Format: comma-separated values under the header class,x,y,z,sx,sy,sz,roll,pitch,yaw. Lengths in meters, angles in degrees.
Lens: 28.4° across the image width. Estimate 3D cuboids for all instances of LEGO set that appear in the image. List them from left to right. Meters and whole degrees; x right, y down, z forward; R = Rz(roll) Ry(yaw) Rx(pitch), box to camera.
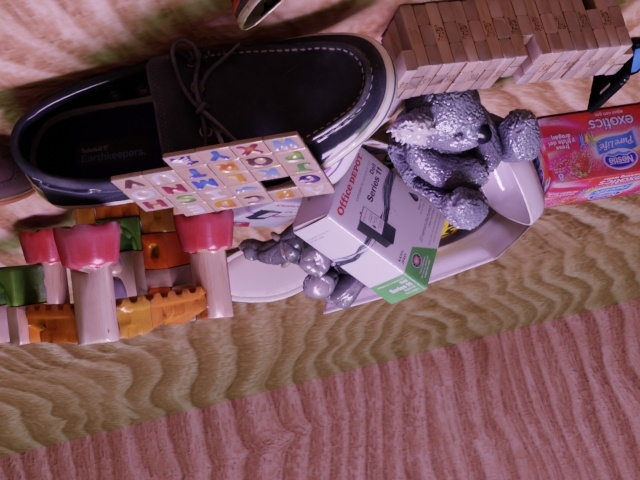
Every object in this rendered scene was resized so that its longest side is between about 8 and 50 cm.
class,x,y,z,sx,sy,sz,roll,pitch,yaw
LEGO set,0.081,-0.141,2.023,0.182,0.060,0.244,-11,167,37

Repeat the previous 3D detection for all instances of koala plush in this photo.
class,x,y,z,sx,sy,sz,roll,pitch,yaw
koala plush,0.175,-0.163,1.767,0.196,0.203,0.221,-51,155,-9

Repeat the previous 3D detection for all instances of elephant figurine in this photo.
class,x,y,z,sx,sy,sz,roll,pitch,yaw
elephant figurine,0.000,0.000,2.101,0.186,0.169,0.239,18,-171,-24

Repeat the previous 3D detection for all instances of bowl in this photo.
class,x,y,z,sx,sy,sz,roll,pitch,yaw
bowl,0.315,-0.102,2.096,0.053,0.142,0.142,-31,-155,-14

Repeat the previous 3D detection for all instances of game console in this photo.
class,x,y,z,sx,sy,sz,roll,pitch,yaw
game console,0.463,-0.247,1.894,0.071,0.107,0.122,20,155,-9

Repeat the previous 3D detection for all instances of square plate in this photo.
class,x,y,z,sx,sy,sz,roll,pitch,yaw
square plate,0.205,0.016,2.265,0.347,0.049,0.344,-20,-173,28

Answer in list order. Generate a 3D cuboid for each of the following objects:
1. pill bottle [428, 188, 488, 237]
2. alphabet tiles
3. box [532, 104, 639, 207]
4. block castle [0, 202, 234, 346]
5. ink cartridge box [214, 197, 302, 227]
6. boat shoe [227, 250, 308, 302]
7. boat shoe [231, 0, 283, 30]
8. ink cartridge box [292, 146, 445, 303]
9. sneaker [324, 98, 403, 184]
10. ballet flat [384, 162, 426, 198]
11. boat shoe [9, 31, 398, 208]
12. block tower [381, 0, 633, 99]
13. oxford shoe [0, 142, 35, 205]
class,x,y,z,sx,sy,sz,roll,pitch,yaw
pill bottle,0.192,-0.061,2.144,0.119,0.119,0.208,-28,173,40
alphabet tiles,-0.118,-0.073,1.510,0.237,0.009,0.198,-9,162,11
box,0.476,-0.144,2.136,0.257,0.122,0.128,-9,163,-14
block castle,-0.359,0.027,1.813,0.453,0.212,0.303,-5,-178,41
ink cartridge box,-0.073,-0.073,1.992,0.127,0.072,0.175,1,168,-37
boat shoe,-0.051,0.057,2.405,0.320,0.116,0.099,-17,163,-10
boat shoe,-0.048,-0.285,1.424,0.137,0.043,0.049,-27,156,35
ink cartridge box,0.076,-0.027,1.906,0.208,0.153,0.087,36,143,-25
sneaker,-0.017,-0.168,1.755,0.161,0.102,0.282,2,148,-29
ballet flat,0.117,-0.092,1.977,0.213,0.072,0.068,-15,160,38
boat shoe,-0.151,-0.147,1.561,0.500,0.186,0.156,-11,170,11
block tower,0.242,-0.259,1.648,0.336,0.097,0.091,-10,163,-18
oxford shoe,-0.459,-0.106,1.610,0.098,0.096,0.271,-34,154,36
